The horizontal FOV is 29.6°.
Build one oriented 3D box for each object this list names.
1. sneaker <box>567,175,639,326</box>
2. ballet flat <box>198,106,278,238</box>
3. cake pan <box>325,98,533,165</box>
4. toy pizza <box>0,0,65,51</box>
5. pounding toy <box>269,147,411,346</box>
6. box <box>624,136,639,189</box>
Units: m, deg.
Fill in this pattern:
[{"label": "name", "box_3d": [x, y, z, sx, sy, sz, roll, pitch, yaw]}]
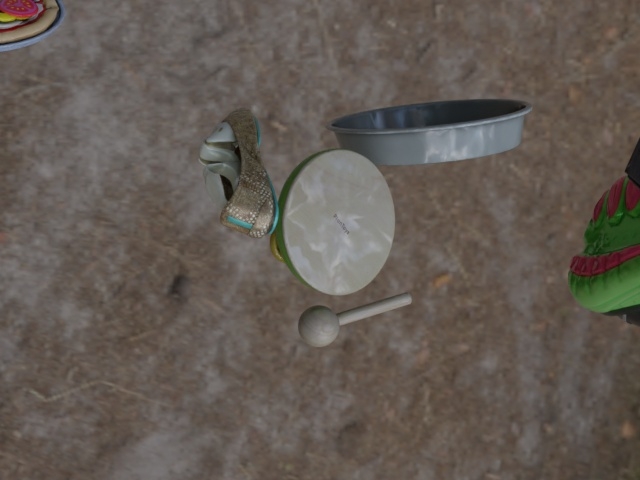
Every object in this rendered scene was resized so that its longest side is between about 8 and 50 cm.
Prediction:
[{"label": "sneaker", "box_3d": [0.402, 0.022, 1.039, 0.202, 0.483, 0.185, 23, 88, -15]}, {"label": "ballet flat", "box_3d": [-0.095, -0.083, 1.302, 0.067, 0.206, 0.073, 9, 124, -23]}, {"label": "cake pan", "box_3d": [0.154, -0.154, 1.713, 0.293, 0.293, 0.054, -17, 107, -41]}, {"label": "toy pizza", "box_3d": [-0.379, -0.259, 1.311, 0.201, 0.201, 0.032, -25, 136, -39]}, {"label": "pounding toy", "box_3d": [0.000, 0.000, 1.548, 0.183, 0.110, 0.237, -25, 108, -36]}, {"label": "box", "box_3d": [0.285, -0.117, 0.636, 0.183, 0.056, 0.231, -2, 126, -30]}]
